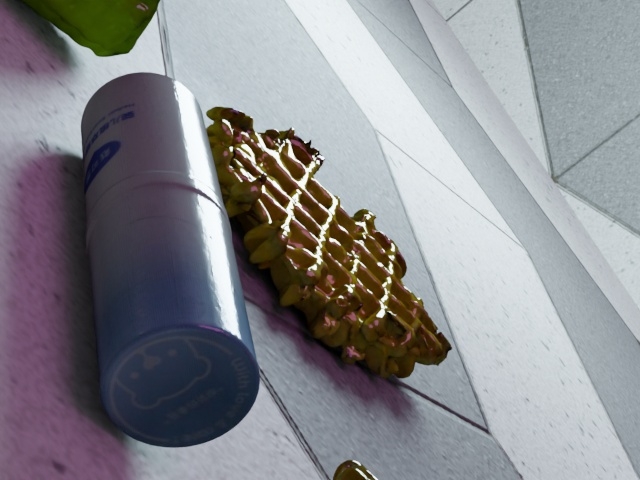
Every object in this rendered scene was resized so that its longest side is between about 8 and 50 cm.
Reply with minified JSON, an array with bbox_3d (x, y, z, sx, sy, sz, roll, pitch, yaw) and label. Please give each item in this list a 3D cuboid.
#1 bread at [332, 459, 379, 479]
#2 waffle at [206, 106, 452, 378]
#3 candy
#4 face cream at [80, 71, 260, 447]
[{"bbox_3d":[0.038,0.162,0.799,0.088,0.034,0.049,45,2,-36],"label":"bread"},{"bbox_3d":[0.000,0.000,1.036,0.231,0.051,0.228,27,32,-55],"label":"waffle"},{"bbox_3d":[-0.188,-0.213,0.905,0.209,0.097,0.096,42,18,-20],"label":"candy"},{"bbox_3d":[-0.086,0.000,0.734,0.077,0.077,0.250,41,17,-32],"label":"face cream"}]
